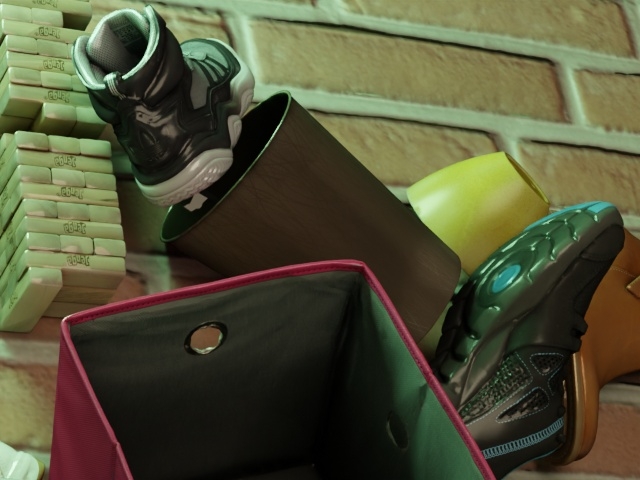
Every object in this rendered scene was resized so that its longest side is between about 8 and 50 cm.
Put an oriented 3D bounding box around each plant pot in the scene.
[{"bbox_3d":[0.161,-0.028,1.896,0.134,0.095,0.134,46,13,-14],"label":"plant pot"}]

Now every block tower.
[{"bbox_3d":[-0.242,-0.084,1.761,0.097,0.091,0.335,5,58,-24],"label":"block tower"}]

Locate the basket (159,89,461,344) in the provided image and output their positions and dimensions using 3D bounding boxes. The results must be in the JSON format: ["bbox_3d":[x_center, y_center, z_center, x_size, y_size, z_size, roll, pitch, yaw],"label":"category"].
[{"bbox_3d":[0.000,0.000,1.789,0.227,0.204,0.154,38,54,-15],"label":"basket"}]

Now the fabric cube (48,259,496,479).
[{"bbox_3d":[-0.049,0.207,1.502,0.254,0.258,0.259,-11,48,-22],"label":"fabric cube"}]

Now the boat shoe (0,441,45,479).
[{"bbox_3d":[-0.308,0.251,1.506,0.096,0.098,0.277,33,41,-5],"label":"boat shoe"}]

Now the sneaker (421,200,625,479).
[{"bbox_3d":[0.172,0.114,1.789,0.139,0.125,0.341,42,81,-13],"label":"sneaker"}]

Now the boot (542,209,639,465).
[{"bbox_3d":[0.294,0.104,1.931,0.220,0.109,0.283,16,46,-24],"label":"boot"}]

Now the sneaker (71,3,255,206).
[{"bbox_3d":[-0.138,-0.152,1.774,0.153,0.101,0.268,58,17,-25],"label":"sneaker"}]

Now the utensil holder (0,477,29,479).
[{"bbox_3d":[-0.160,0.369,1.153,0.327,0.327,0.385,10,98,-23],"label":"utensil holder"}]
